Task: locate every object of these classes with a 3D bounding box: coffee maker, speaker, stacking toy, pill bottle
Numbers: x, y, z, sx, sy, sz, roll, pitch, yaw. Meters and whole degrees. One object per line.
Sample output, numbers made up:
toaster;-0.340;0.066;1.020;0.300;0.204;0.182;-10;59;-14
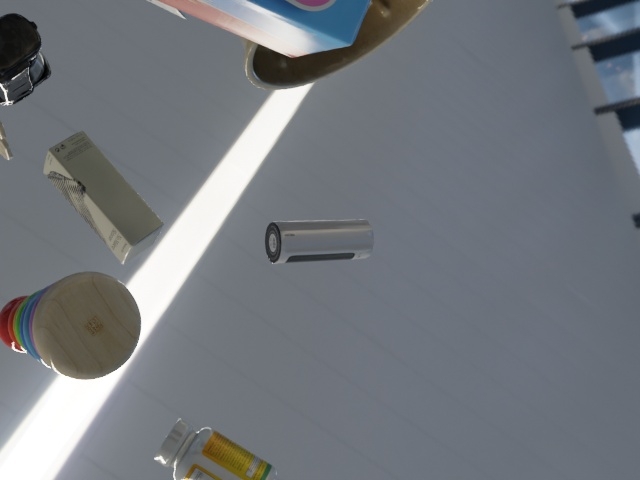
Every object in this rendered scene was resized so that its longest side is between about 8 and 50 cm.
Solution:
coffee maker;-0.566;-0.305;1.407;0.120;0.171;0.178;28;171;-11
speaker;0.000;0.000;1.035;0.136;0.055;0.055;-2;-132;-26
stacking toy;-0.383;0.124;1.140;0.141;0.330;0.141;5;-98;-35
pill bottle;-0.195;0.420;1.459;0.209;0.117;0.117;31;-150;1

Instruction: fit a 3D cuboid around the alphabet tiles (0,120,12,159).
alphabet tiles;-0.562;-0.245;1.165;0.278;0.284;0.021;43;-115;10

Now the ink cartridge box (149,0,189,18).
ink cartridge box;-0.295;-0.495;1.407;0.175;0.127;0.072;27;-177;4

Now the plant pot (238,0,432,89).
plant pot;-0.029;-0.434;1.110;0.334;0.334;0.305;-15;-108;-55

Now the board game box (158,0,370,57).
board game box;-0.134;-0.217;0.533;0.317;0.064;0.242;20;-173;-13

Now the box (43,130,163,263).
box;-0.469;-0.092;1.704;0.275;0.113;0.094;48;-124;4
